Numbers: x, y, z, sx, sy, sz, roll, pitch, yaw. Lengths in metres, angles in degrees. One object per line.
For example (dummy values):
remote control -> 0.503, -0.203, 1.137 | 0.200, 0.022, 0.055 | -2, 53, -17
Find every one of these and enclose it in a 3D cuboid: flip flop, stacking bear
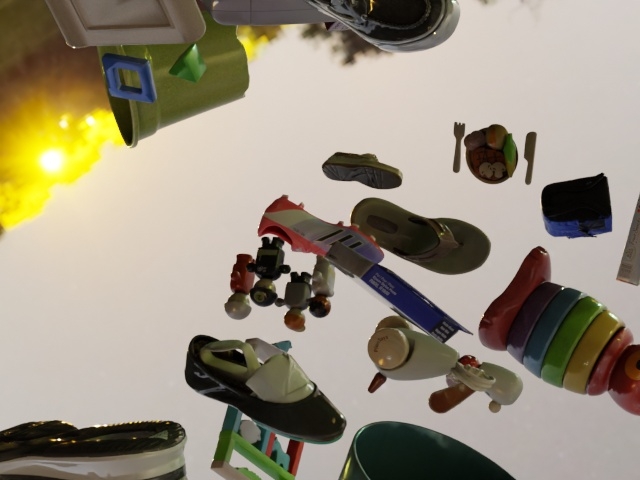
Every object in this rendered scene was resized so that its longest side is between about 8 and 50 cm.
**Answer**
flip flop -> 0.189, -0.006, 2.402 | 0.080, 0.277, 0.112 | -126, -123, -77
stacking bear -> 0.411, 0.166, 1.957 | 0.289, 0.164, 0.175 | 31, -110, 25

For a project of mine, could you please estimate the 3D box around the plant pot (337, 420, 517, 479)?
plant pot -> 0.129, 0.427, 1.734 | 0.293, 0.293, 0.235 | -89, -157, -71

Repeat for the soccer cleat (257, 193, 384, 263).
soccer cleat -> 0.000, 0.000, 2.400 | 0.095, 0.248, 0.083 | -57, 163, -22

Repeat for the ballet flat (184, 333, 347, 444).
ballet flat -> -0.087, 0.196, 1.749 | 0.280, 0.096, 0.095 | 15, -148, 35

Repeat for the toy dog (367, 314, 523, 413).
toy dog -> 0.225, 0.282, 2.599 | 0.333, 0.161, 0.220 | 28, -166, 30

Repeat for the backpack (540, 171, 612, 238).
backpack -> 0.447, -0.049, 2.238 | 0.120, 0.101, 0.098 | -6, -127, 9

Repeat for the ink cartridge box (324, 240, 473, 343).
ink cartridge box -> 0.136, 0.099, 2.264 | 0.045, 0.223, 0.224 | -54, -155, -4

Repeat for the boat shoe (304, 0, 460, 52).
boat shoe -> 0.054, -0.370, 1.908 | 0.335, 0.119, 0.121 | 25, -90, 39

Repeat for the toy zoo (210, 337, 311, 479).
toy zoo -> -0.089, 0.303, 2.228 | 0.030, 0.192, 0.293 | -10, -130, 35

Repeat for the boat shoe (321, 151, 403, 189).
boat shoe -> 0.069, -0.114, 1.981 | 0.135, 0.050, 0.045 | 13, -130, 23

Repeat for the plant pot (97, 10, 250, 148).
plant pot -> -0.284, -0.340, 2.506 | 0.254, 0.276, 0.276 | -14, -169, -16

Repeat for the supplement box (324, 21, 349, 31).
supplement box -> 0.031, -0.544, 2.485 | 0.073, 0.239, 0.130 | -11, 167, -29

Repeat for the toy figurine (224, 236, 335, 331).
toy figurine -> -0.081, 0.103, 2.693 | 0.213, 0.209, 0.148 | -30, -134, 56

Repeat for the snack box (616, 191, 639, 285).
snack box -> 0.479, -0.006, 1.902 | 0.037, 0.141, 0.100 | 16, -173, 17

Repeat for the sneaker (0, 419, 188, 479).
sneaker -> -0.328, 0.369, 1.615 | 0.447, 0.257, 0.169 | -7, -175, 40

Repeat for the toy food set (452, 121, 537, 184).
toy food set -> 0.361, -0.184, 2.717 | 0.192, 0.132, 0.038 | 10, -164, 31

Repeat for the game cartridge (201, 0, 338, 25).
game cartridge -> -0.054, -0.416, 2.155 | 0.297, 0.062, 0.198 | -6, -148, -14

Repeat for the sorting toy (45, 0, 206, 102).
sorting toy -> -0.244, -0.314, 1.498 | 0.196, 0.348, 0.047 | 0, -137, 27
